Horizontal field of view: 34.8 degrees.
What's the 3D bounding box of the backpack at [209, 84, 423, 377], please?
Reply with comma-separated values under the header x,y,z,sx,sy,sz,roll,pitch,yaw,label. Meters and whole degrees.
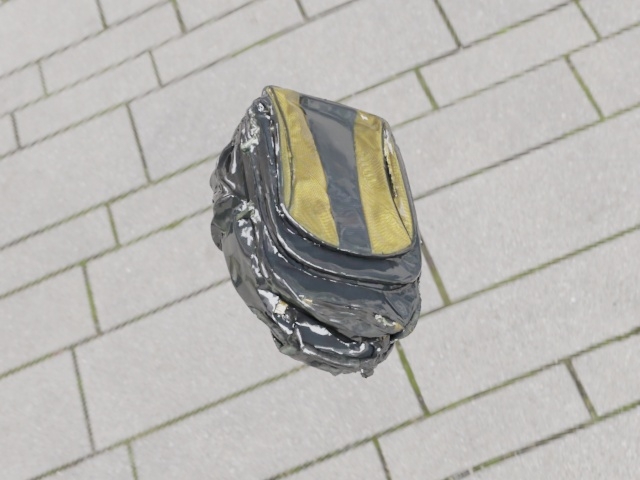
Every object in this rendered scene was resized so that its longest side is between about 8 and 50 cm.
x,y,z,sx,sy,sz,roll,pitch,yaw,label
0.000,0.000,0.907,0.206,0.133,0.258,8,46,-24,backpack
